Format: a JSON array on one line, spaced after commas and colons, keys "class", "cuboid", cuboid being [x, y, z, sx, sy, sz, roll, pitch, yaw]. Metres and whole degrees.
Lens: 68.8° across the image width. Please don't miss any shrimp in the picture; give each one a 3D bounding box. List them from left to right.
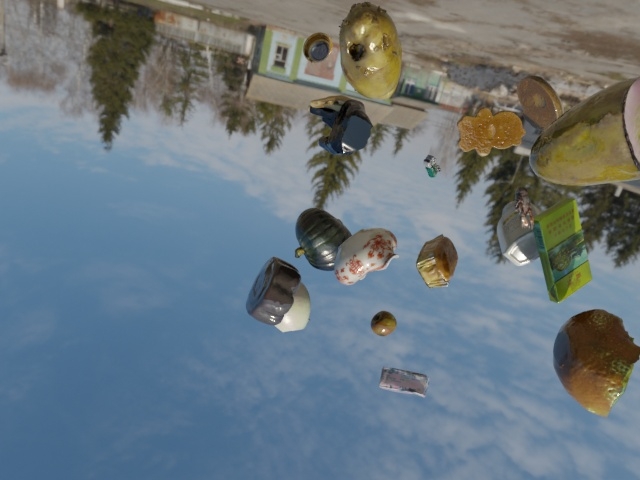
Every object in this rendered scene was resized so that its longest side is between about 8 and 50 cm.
[{"class": "shrimp", "cuboid": [0.415, -0.062, 0.955, 0.038, 0.092, 0.029, -27, -171, -35]}]

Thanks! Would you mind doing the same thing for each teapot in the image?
[{"class": "teapot", "cuboid": [0.099, 0.039, 1.064, 0.116, 0.159, 0.245, 39, 167, 7]}]

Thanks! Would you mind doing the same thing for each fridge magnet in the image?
[{"class": "fridge magnet", "cuboid": [-0.010, -0.876, 2.131, 0.143, 0.143, 0.063, 2, -132, -30]}]

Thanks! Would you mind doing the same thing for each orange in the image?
[{"class": "orange", "cuboid": [0.828, 0.367, 1.433, 0.196, 0.262, 0.334, -1, -142, 10]}]

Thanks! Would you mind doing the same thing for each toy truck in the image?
[{"class": "toy truck", "cuboid": [0.390, -0.260, 1.646, 0.039, 0.044, 0.083, 36, 171, 43]}]

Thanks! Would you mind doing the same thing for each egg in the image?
[{"class": "egg", "cuboid": [-0.175, 0.254, 1.975, 0.271, 0.206, 0.162, 31, -165, 37]}]

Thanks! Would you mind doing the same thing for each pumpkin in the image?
[{"class": "pumpkin", "cuboid": [0.000, 0.000, 1.670, 0.216, 0.249, 0.250, -28, -148, -8]}]

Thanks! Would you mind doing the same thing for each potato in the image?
[{"class": "potato", "cuboid": [0.119, -0.429, 1.088, 0.140, 0.172, 0.300, 1, 177, 12]}, {"class": "potato", "cuboid": [0.590, -0.215, 1.032, 0.229, 0.229, 0.266, 1, 176, -33]}]

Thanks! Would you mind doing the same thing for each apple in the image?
[{"class": "apple", "cuboid": [0.282, 0.371, 2.070, 0.102, 0.114, 0.099, 43, 168, -14]}]

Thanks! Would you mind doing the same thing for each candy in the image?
[{"class": "candy", "cuboid": [0.277, 0.471, 1.560, 0.160, 0.073, 0.092, 6, 162, 19]}]

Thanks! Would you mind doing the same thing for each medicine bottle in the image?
[{"class": "medicine bottle", "cuboid": [0.789, -0.045, 1.836, 0.124, 0.179, 0.324, 38, -150, -9]}]

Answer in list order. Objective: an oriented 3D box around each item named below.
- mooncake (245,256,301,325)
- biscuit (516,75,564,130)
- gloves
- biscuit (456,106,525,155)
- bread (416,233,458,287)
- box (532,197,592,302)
[{"class": "mooncake", "cuboid": [-0.168, 0.180, 1.666, 0.133, 0.245, 0.245, 26, -163, -13]}, {"class": "biscuit", "cuboid": [0.754, -0.473, 1.596, 0.049, 0.208, 0.181, -34, -153, -4]}, {"class": "gloves", "cuboid": [0.055, -0.373, 1.515, 0.152, 0.197, 0.301, -1, -148, -40]}, {"class": "biscuit", "cuboid": [0.470, -0.307, 1.300, 0.184, 0.133, 0.027, -18, -163, 8]}, {"class": "bread", "cuboid": [0.451, 0.075, 1.780, 0.107, 0.136, 0.241, -25, -171, 32]}, {"class": "box", "cuboid": [0.864, 0.037, 1.668, 0.187, 0.335, 0.047, -28, -161, -19]}]
